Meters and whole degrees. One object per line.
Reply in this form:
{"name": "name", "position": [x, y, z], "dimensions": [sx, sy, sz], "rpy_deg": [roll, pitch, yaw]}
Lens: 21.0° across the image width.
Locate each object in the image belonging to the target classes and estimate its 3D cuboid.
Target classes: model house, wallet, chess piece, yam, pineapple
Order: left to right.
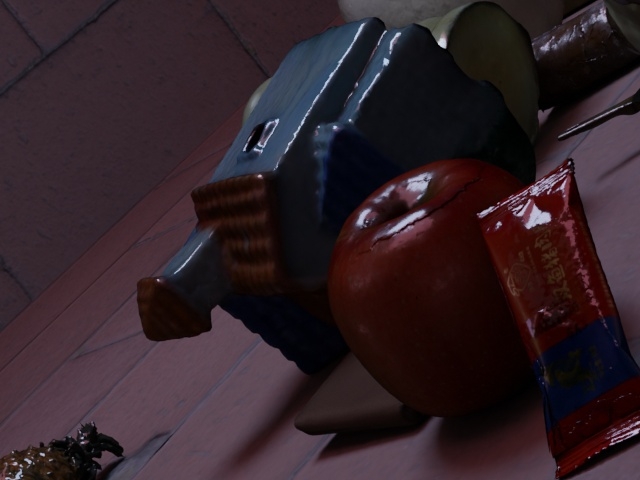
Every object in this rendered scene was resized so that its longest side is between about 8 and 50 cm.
{"name": "pineapple", "position": [-0.284, 0.249, 1.823], "dimensions": [0.108, 0.108, 0.198], "rpy_deg": [-32, 5, 35]}
{"name": "model house", "position": [0.000, 0.000, 1.580], "dimensions": [0.329, 0.252, 0.295], "rpy_deg": [-51, 15, -18]}
{"name": "chess piece", "position": [0.055, -0.140, 1.852], "dimensions": [0.330, 0.182, 0.182], "rpy_deg": [-7, 30, 41]}
{"name": "wallet", "position": [0.055, 0.114, 1.401], "dimensions": [0.118, 0.039, 0.153], "rpy_deg": [-48, 18, -30]}
{"name": "yam", "position": [0.272, -0.197, 1.829], "dimensions": [0.141, 0.079, 0.079], "rpy_deg": [-28, 16, 38]}

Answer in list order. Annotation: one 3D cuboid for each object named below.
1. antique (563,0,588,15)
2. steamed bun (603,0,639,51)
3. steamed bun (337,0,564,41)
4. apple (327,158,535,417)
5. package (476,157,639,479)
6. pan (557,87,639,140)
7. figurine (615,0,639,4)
{"name": "antique", "position": [0.304, -0.340, 2.278], "dimensions": [0.310, 0.087, 0.093], "rpy_deg": [-28, 14, 48]}
{"name": "steamed bun", "position": [0.365, -0.344, 1.617], "dimensions": [0.272, 0.290, 0.273], "rpy_deg": [-25, 35, 34]}
{"name": "steamed bun", "position": [0.143, -0.268, 2.080], "dimensions": [0.177, 0.283, 0.283], "rpy_deg": [-64, 10, 5]}
{"name": "apple", "position": [0.095, 0.034, 1.251], "dimensions": [0.181, 0.168, 0.181], "rpy_deg": [-31, 12, 7]}
{"name": "package", "position": [0.155, 0.046, 1.095], "dimensions": [0.083, 0.022, 0.200], "rpy_deg": [-36, 53, 32]}
{"name": "pan", "position": [0.317, -0.136, 1.515], "dimensions": [0.202, 0.048, 0.128], "rpy_deg": [-25, 17, 46]}
{"name": "figurine", "position": [0.324, -0.174, 1.381], "dimensions": [0.147, 0.093, 0.197], "rpy_deg": [-45, 40, -15]}
